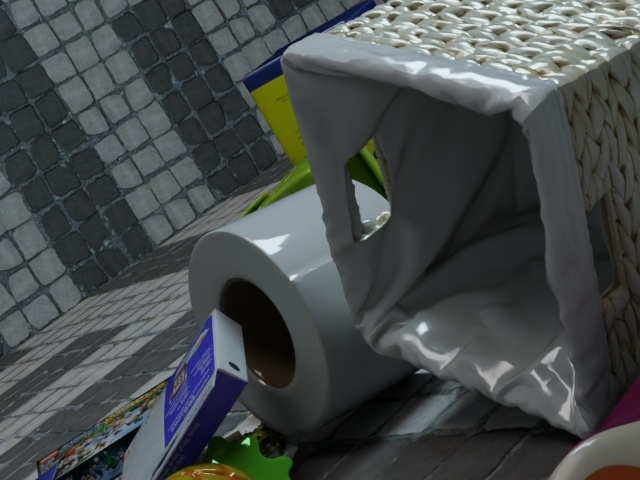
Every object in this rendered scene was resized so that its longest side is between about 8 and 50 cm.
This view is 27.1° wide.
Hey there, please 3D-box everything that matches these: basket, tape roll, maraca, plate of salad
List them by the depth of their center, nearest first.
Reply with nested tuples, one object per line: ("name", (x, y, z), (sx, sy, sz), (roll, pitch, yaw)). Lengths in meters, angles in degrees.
("basket", (0.185, -0.057, 1.196), (0.266, 0.328, 0.331), (-32, 31, -28))
("maraca", (-0.097, 0.255, 1.246), (0.185, 0.127, 0.099), (-46, -20, -41))
("tape roll", (-0.008, 0.071, 1.467), (0.169, 0.246, 0.246), (-26, 6, -34))
("plate of salad", (-0.113, 0.261, 1.475), (0.200, 0.048, 0.200), (-29, 11, 6))

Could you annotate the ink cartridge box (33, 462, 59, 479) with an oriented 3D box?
("ink cartridge box", (-0.484, 0.405, 1.652), (0.307, 0.072, 0.303), (-41, 10, 7))

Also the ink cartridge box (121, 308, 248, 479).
("ink cartridge box", (-0.143, 0.196, 1.355), (0.206, 0.045, 0.208), (-57, 12, 13))

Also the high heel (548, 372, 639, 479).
("high heel", (0.239, 0.171, 0.925), (0.377, 0.127, 0.181), (-45, -21, -27))

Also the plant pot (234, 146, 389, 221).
("plant pot", (0.000, 0.000, 1.911), (0.207, 0.227, 0.228), (-32, 9, 25))

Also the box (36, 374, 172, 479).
("box", (-0.284, 0.280, 1.856), (0.233, 0.044, 0.159), (-33, 11, -10))

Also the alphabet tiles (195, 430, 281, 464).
("alphabet tiles", (-0.123, 0.285, 1.357), (0.198, 0.009, 0.237), (-30, 24, 5))

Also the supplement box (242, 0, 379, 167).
("supplement box", (0.068, -0.167, 2.096), (0.195, 0.356, 0.194), (-26, 11, 23))
